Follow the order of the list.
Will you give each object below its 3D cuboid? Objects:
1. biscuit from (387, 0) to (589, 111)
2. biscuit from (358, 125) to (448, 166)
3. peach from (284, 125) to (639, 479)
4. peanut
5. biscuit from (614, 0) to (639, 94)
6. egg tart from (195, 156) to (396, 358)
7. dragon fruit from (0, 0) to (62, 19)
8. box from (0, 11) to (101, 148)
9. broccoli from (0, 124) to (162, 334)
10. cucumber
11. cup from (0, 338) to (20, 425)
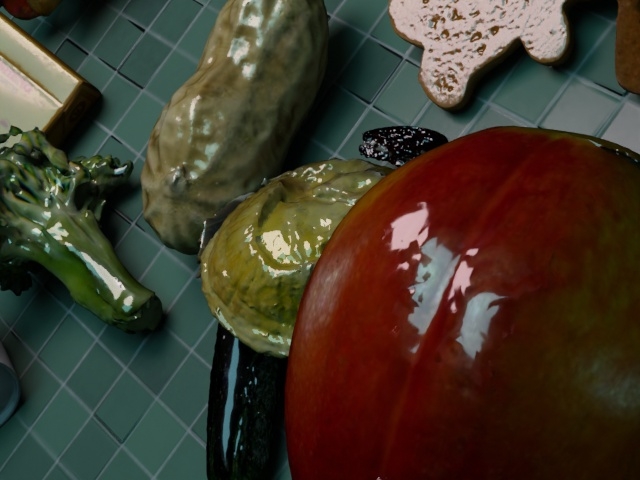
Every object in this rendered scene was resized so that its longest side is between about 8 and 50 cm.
[{"bbox_3d":[0.189,-0.233,1.332,0.250,0.036,0.165,-31,70,27],"label":"biscuit"},{"bbox_3d":[0.080,-0.090,1.335,0.089,0.027,0.087,2,21,6],"label":"biscuit"},{"bbox_3d":[0.133,0.104,1.019,0.370,0.370,0.370,-16,58,28],"label":"peach"},{"bbox_3d":[-0.086,-0.139,1.427,0.140,0.153,0.325,20,86,36],"label":"peanut"},{"bbox_3d":[0.321,-0.280,1.174,0.284,0.043,0.306,-36,87,35],"label":"biscuit"},{"bbox_3d":[0.000,0.000,1.288,0.252,0.098,0.232,-4,51,8],"label":"egg tart"},{"bbox_3d":[-0.293,-0.418,1.696,0.227,0.243,0.307,35,128,24],"label":"dragon fruit"},{"bbox_3d":[-0.418,-0.127,1.659,0.174,0.076,0.274,38,91,9],"label":"box"},{"bbox_3d":[-0.265,-0.007,1.525,0.274,0.177,0.198,23,43,13],"label":"broccoli"},{"bbox_3d":[-0.071,0.135,1.325,0.074,0.074,0.241,-7,64,33],"label":"cucumber"},{"bbox_3d":[-0.422,0.121,1.517,0.134,0.173,0.142,-28,49,-6],"label":"cup"}]
